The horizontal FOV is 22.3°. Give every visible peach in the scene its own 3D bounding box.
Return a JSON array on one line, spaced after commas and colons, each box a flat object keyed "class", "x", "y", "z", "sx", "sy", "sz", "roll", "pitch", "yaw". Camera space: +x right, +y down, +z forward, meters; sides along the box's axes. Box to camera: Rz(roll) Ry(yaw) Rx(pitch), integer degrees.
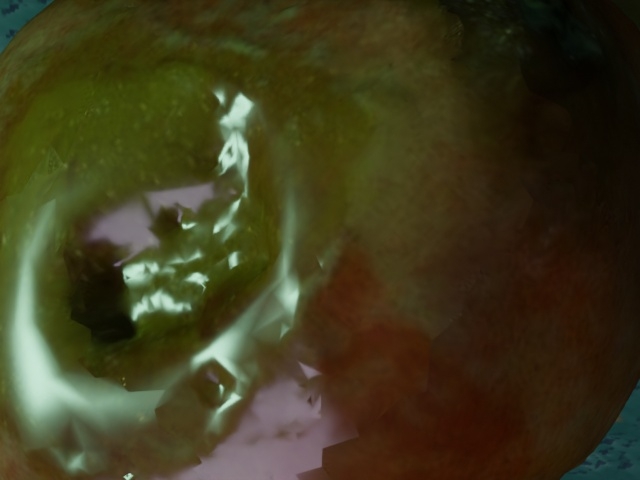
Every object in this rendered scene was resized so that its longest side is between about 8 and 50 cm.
[{"class": "peach", "x": 0.000, "y": 0.000, "z": 0.489, "sx": 0.214, "sy": 0.214, "sz": 0.235, "roll": 32, "pitch": 131, "yaw": -21}]
